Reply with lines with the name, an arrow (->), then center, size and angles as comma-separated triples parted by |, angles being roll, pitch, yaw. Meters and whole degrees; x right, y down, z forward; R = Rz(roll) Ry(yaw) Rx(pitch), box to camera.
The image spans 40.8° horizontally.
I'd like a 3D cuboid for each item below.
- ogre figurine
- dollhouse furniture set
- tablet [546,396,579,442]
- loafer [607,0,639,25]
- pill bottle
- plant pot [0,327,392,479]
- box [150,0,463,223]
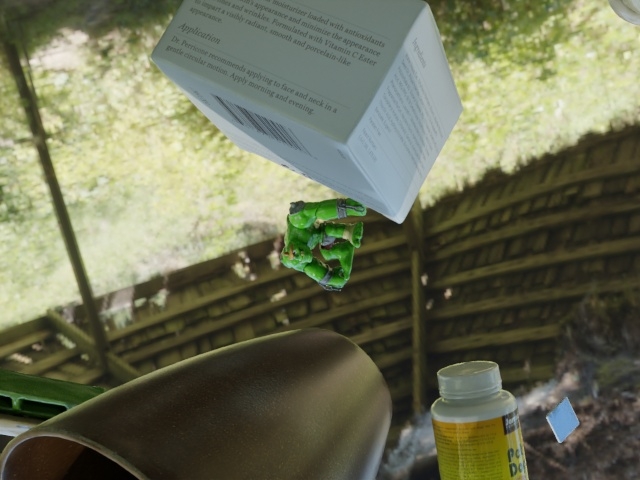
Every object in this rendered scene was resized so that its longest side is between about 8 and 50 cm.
ogre figurine -> 0.000, 0.000, 1.365 | 0.118, 0.096, 0.197 | 9, 155, -3
dollhouse furniture set -> -0.369, 0.338, 1.089 | 0.151, 0.301, 0.197 | 9, -138, -5
tablet -> 0.436, 0.323, 1.550 | 0.054, 0.083, 0.006 | -41, -146, -13
loafer -> 0.248, -0.305, 0.661 | 0.102, 0.268, 0.092 | -18, -178, -4
pill bottle -> 0.215, 0.277, 1.165 | 0.117, 0.215, 0.117 | -9, -177, 0
plant pot -> -0.055, 0.158, 0.586 | 0.215, 0.215, 0.230 | -9, -163, 39
box -> -0.002, -0.123, 0.681 | 0.181, 0.119, 0.182 | 27, 173, 24
